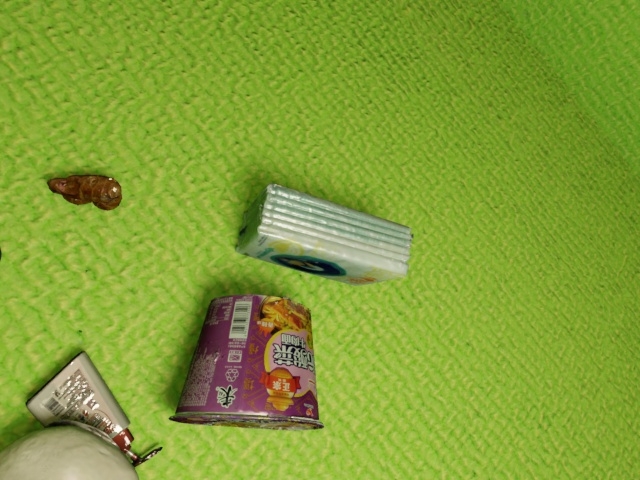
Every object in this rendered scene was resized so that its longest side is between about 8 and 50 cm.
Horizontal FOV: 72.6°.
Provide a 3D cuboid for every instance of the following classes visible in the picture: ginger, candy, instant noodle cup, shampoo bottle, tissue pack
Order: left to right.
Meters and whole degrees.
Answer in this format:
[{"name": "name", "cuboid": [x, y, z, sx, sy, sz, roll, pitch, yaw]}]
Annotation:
[{"name": "candy", "cuboid": [-0.500, 0.494, 0.835, 0.296, 0.185, 0.295, 3, 109, 9]}, {"name": "ginger", "cuboid": [-0.558, -0.122, 1.054, 0.162, 0.103, 0.073, 7, 69, -10]}, {"name": "shampoo bottle", "cuboid": [-0.486, 0.398, 0.962, 0.284, 0.071, 0.153, 48, 68, -7]}, {"name": "instant noodle cup", "cuboid": [-0.153, 0.287, 1.007, 0.340, 0.340, 0.265, 12, 61, -18]}, {"name": "tissue pack", "cuboid": [0.000, 0.000, 1.138, 0.388, 0.287, 0.162, 16, 75, -18]}]
